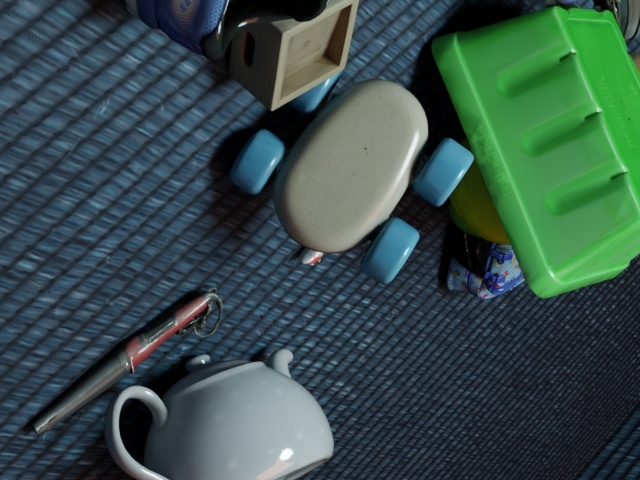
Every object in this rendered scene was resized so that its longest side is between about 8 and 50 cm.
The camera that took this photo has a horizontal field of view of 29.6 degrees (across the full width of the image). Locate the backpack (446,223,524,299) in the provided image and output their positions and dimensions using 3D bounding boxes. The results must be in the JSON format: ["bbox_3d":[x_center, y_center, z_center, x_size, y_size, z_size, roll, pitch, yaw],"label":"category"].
[{"bbox_3d":[0.277,0.023,1.905,0.158,0.117,0.173,-29,143,-36],"label":"backpack"}]

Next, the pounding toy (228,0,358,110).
[{"bbox_3d":[-0.030,-0.239,1.262,0.130,0.100,0.141,-34,154,-31],"label":"pounding toy"}]

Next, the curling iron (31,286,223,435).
[{"bbox_3d":[-0.217,0.142,1.407,0.274,0.035,0.068,-37,145,-29],"label":"curling iron"}]

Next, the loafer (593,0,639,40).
[{"bbox_3d":[0.377,-0.368,1.590,0.084,0.096,0.267,-20,138,-7],"label":"loafer"}]

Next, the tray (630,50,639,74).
[{"bbox_3d":[0.488,-0.140,1.920,0.202,0.076,0.411,-29,152,-21],"label":"tray"}]

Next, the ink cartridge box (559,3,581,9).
[{"bbox_3d":[0.357,-0.242,1.716,0.062,0.109,0.209,-26,154,-37],"label":"ink cartridge box"}]

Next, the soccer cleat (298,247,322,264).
[{"bbox_3d":[0.000,0.000,1.582,0.083,0.029,0.036,-39,137,-31],"label":"soccer cleat"}]

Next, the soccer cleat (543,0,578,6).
[{"bbox_3d":[0.266,-0.393,1.439,0.121,0.093,0.289,-25,140,24],"label":"soccer cleat"}]

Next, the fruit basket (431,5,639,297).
[{"bbox_3d":[0.272,-0.100,1.634,0.283,0.392,0.392,-10,127,-50],"label":"fruit basket"}]

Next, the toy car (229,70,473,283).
[{"bbox_3d":[0.038,-0.083,1.440,0.210,0.219,0.238,-56,178,1],"label":"toy car"}]

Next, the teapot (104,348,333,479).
[{"bbox_3d":[-0.121,0.229,1.490,0.252,0.187,0.256,-25,168,-8],"label":"teapot"}]

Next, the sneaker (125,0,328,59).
[{"bbox_3d":[-0.018,-0.280,1.136,0.330,0.147,0.130,-41,161,-13],"label":"sneaker"}]
